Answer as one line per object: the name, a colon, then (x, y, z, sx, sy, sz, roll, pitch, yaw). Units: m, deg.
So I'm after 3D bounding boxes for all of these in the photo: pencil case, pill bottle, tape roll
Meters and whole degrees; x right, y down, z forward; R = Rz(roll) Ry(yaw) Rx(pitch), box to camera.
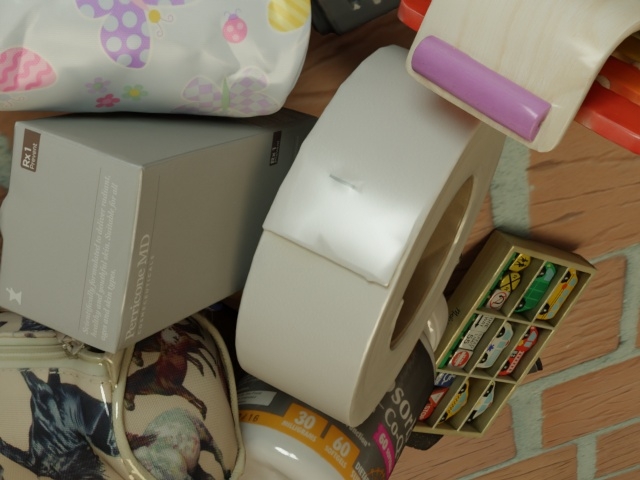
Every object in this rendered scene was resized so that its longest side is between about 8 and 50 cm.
pencil case: (-0.266, 0.126, 0.821, 0.410, 0.160, 0.184, -5, 128, 26)
pencil case: (-0.141, -0.137, 0.626, 0.273, 0.113, 0.124, -3, 143, -26)
pill bottle: (0.013, 0.143, 0.969, 0.162, 0.278, 0.162, 17, 135, 18)
tape roll: (0.046, -0.003, 0.804, 0.286, 0.100, 0.286, -57, 165, -25)

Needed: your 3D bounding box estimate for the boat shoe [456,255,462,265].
boat shoe: (0.076, 0.074, 1.150, 0.223, 0.073, 0.080, -37, 146, 30)

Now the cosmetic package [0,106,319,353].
cosmetic package: (-0.102, -0.025, 0.710, 0.238, 0.107, 0.127, -33, 137, -61)

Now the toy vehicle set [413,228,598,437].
toy vehicle set: (0.199, 0.118, 1.229, 0.166, 0.035, 0.267, 13, 116, -40)

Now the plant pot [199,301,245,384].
plant pot: (-0.118, 0.155, 1.072, 0.215, 0.215, 0.230, -21, 137, 3)

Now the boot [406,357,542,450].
boot: (0.132, 0.162, 1.324, 0.222, 0.118, 0.338, -40, 152, 22)

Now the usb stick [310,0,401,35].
usb stick: (0.112, -0.221, 0.698, 0.278, 0.045, 0.077, -24, 151, 10)

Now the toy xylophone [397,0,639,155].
toy xylophone: (0.216, -0.134, 0.681, 0.322, 0.236, 0.081, -15, 134, -38)

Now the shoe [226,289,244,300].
shoe: (0.000, 0.000, 1.006, 0.219, 0.076, 0.058, -18, 109, 3)
